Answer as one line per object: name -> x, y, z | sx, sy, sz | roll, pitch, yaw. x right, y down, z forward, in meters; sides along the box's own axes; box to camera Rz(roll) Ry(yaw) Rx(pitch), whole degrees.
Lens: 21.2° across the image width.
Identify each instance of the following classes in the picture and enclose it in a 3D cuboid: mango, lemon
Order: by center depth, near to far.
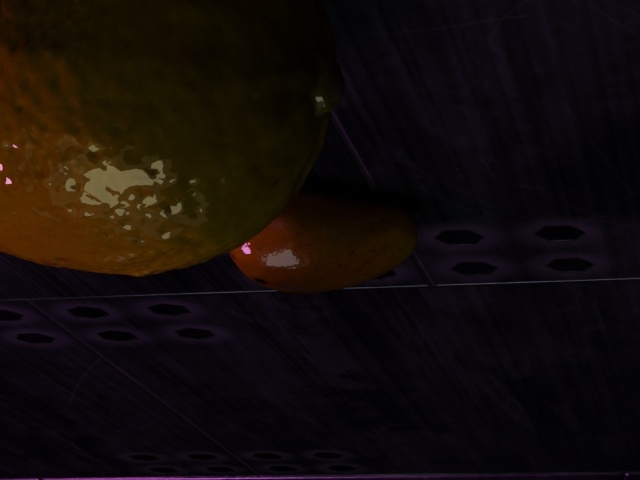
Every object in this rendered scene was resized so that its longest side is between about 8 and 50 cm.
lemon -> -0.135, -0.100, 1.072 | 0.320, 0.245, 0.245 | 1, 162, 22
mango -> -0.002, 0.001, 1.594 | 0.178, 0.090, 0.115 | 2, 155, -23
